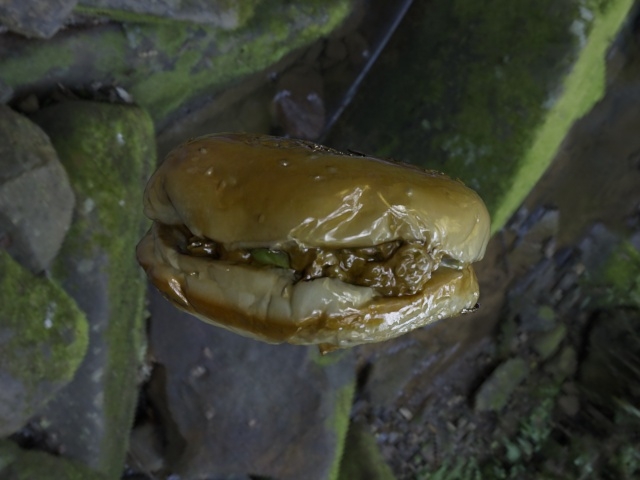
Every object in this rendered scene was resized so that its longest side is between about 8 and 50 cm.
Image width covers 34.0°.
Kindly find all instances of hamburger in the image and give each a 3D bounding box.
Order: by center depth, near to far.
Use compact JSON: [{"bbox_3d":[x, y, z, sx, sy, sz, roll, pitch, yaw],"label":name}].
[{"bbox_3d":[-0.003,-0.001,0.966,0.284,0.304,0.174,3,99,-59],"label":"hamburger"}]
